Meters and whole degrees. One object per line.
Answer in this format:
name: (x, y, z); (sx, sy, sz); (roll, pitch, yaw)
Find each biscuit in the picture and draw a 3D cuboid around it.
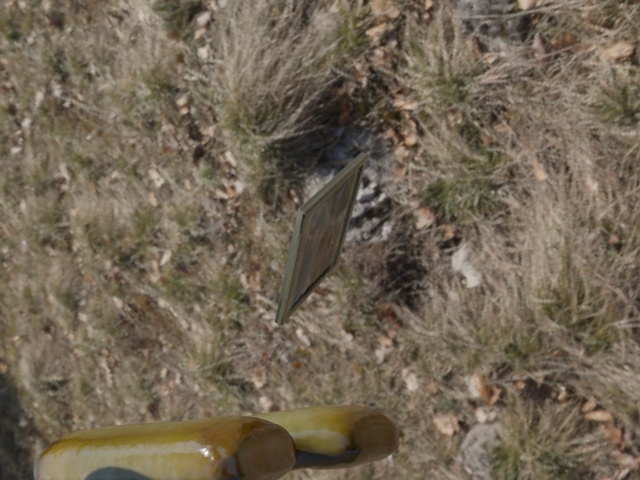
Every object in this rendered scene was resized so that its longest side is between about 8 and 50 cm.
biscuit: (-0.099, 0.195, 0.688); (0.290, 0.236, 0.062); (-16, 73, 41)

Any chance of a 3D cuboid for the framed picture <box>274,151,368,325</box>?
framed picture: (0.000, 0.000, 0.687); (0.011, 0.109, 0.149); (30, 136, 15)
